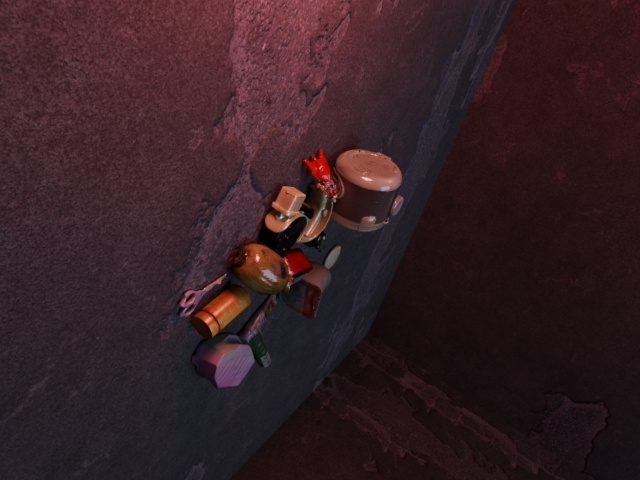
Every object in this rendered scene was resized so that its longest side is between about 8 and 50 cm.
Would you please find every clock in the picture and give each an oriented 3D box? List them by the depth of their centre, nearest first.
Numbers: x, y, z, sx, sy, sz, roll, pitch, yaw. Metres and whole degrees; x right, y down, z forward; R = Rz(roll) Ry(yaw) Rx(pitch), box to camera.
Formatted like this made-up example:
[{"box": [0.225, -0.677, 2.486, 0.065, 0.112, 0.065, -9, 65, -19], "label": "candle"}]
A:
[{"box": [-0.064, -0.084, 1.848, 0.379, 0.120, 0.276, -16, 137, -62], "label": "clock"}]

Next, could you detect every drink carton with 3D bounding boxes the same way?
[{"box": [-0.056, 0.190, 2.190, 0.189, 0.191, 0.185, -51, 158, -49], "label": "drink carton"}]

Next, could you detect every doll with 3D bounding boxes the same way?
[{"box": [0.011, -0.230, 1.785, 0.057, 0.169, 0.109, -23, -167, 45], "label": "doll"}]

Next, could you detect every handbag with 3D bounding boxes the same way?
[{"box": [0.000, 0.000, 2.216, 0.072, 0.047, 0.111, -45, 158, -36], "label": "handbag"}]

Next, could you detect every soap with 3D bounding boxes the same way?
[{"box": [-0.365, 0.456, 1.919, 0.192, 0.109, 0.324, -58, 160, -4], "label": "soap"}]

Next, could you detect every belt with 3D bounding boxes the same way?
[{"box": [-0.124, 0.096, 1.951, 0.128, 0.124, 0.201, -40, 167, 26], "label": "belt"}]

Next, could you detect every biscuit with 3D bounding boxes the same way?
[{"box": [0.059, 0.085, 2.522, 0.152, 0.020, 0.152, -48, 158, -27], "label": "biscuit"}]

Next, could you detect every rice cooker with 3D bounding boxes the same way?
[{"box": [0.160, -0.193, 2.001, 0.288, 0.288, 0.276, -36, 152, -47], "label": "rice cooker"}]

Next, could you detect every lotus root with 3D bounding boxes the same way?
[{"box": [-0.180, 0.113, 1.729, 0.278, 0.154, 0.154, 39, 82, -44], "label": "lotus root"}]

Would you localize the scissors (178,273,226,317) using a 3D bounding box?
[{"box": [-0.370, 0.165, 1.610, 0.212, 0.021, 0.110, -38, 154, -43], "label": "scissors"}]

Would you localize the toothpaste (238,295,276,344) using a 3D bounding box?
[{"box": [-0.251, 0.320, 2.086, 0.234, 0.057, 0.089, -56, 156, -32], "label": "toothpaste"}]

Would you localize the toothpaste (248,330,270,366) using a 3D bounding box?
[{"box": [-0.275, 0.484, 2.248, 0.098, 0.061, 0.392, -54, 156, -26], "label": "toothpaste"}]

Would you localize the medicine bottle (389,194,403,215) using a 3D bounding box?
[{"box": [0.287, -0.202, 2.394, 0.107, 0.192, 0.107, -48, 158, -27], "label": "medicine bottle"}]

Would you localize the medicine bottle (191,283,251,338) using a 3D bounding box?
[{"box": [-0.330, 0.235, 1.696, 0.192, 0.096, 0.096, -41, 154, -39], "label": "medicine bottle"}]
